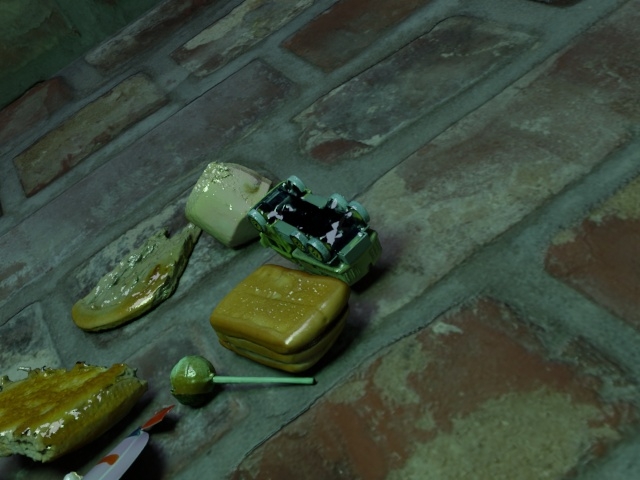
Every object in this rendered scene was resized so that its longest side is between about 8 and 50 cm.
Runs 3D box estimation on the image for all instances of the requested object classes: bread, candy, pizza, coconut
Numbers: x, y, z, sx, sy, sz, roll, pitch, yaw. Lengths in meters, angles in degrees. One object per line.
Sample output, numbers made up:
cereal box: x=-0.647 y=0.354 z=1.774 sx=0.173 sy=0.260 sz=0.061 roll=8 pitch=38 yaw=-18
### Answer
bread: x=-0.045 y=0.094 z=1.339 sx=0.116 sy=0.077 sz=0.200 roll=-40 pitch=26 yaw=-25
candy: x=-0.093 y=0.167 z=1.318 sx=0.203 sy=0.061 sz=0.061 roll=-3 pitch=39 yaw=30
pizza: x=-0.264 y=0.043 z=1.699 sx=0.181 sy=0.034 sz=0.262 roll=-2 pitch=40 yaw=45
coconut: x=-0.125 y=-0.050 z=1.624 sx=0.116 sy=0.122 sz=0.116 roll=-61 pitch=-1 yaw=-1
pizza: x=-0.364 y=0.220 z=1.463 sx=0.297 sy=0.071 sz=0.189 roll=0 pitch=31 yaw=45

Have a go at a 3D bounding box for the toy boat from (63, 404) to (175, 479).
toy boat: x=-0.258 y=0.284 z=1.225 sx=0.318 sy=0.072 sz=0.219 roll=-36 pitch=7 yaw=-29

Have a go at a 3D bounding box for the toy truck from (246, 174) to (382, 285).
toy truck: x=0.000 y=0.000 z=1.412 sx=0.085 sy=0.116 sz=0.191 roll=-43 pitch=38 yaw=-19
